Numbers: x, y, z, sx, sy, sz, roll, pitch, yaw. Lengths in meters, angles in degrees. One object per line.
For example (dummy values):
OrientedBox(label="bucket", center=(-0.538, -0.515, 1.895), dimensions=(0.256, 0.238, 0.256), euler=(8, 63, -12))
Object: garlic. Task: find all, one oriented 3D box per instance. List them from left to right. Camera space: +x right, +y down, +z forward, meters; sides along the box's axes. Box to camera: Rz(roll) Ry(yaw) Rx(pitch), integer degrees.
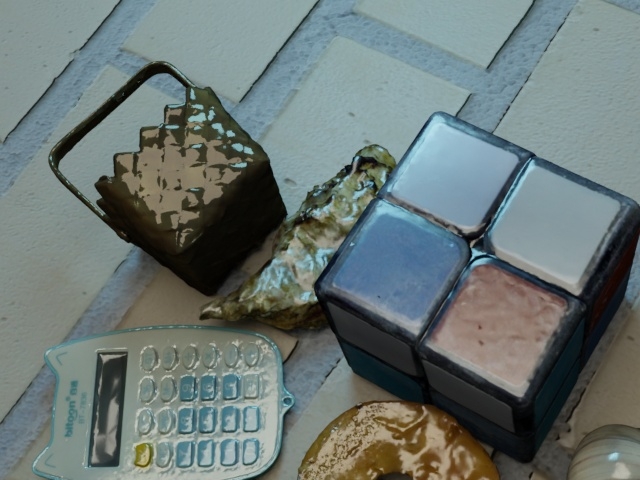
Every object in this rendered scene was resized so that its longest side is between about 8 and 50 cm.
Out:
OrientedBox(label="garlic", center=(0.368, 0.355, 1.466), dimensions=(0.253, 0.245, 0.245), euler=(-23, 55, 41))

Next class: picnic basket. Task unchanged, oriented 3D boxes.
OrientedBox(label="picnic basket", center=(-0.227, -0.104, 1.746), dimensions=(0.321, 0.291, 0.254), euler=(42, 79, 17))

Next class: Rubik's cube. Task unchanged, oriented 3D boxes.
OrientedBox(label="Rubik's cube", center=(0.217, 0.071, 1.553), dimensions=(0.313, 0.318, 0.316), euler=(28, 74, 21))

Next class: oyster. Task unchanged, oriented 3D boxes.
OrientedBox(label="oyster", center=(0.011, 0.022, 1.741), dimensions=(0.204, 0.111, 0.396), euler=(34, 72, 21))

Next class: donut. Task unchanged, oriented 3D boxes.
OrientedBox(label="donut", center=(0.109, 0.351, 1.544), dimensions=(0.277, 0.108, 0.277), euler=(-4, 70, 12))

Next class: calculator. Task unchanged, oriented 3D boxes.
OrientedBox(label="calculator", center=(-0.227, 0.249, 1.710), dimensions=(0.386, 0.054, 0.256), euler=(-4, 64, 9))
